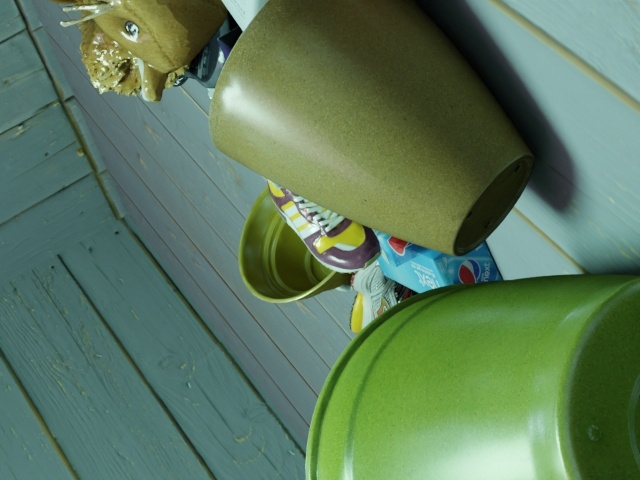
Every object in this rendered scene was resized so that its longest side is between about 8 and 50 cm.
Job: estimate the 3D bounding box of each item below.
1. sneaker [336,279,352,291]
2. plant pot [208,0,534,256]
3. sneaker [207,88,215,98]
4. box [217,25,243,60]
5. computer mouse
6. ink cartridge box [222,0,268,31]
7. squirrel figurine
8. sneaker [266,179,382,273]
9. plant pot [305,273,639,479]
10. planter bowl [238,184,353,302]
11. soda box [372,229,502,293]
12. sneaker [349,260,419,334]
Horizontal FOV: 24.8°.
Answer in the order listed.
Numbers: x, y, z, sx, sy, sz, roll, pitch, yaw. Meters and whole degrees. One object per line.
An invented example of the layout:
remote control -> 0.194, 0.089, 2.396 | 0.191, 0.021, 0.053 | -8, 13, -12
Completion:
sneaker -> -0.009, 0.026, 2.147 | 0.169, 0.108, 0.292 | 57, 166, 24
plant pot -> 0.066, -0.107, 1.369 | 0.254, 0.237, 0.237 | 39, 160, 21
sneaker -> -0.102, -0.218, 2.030 | 0.090, 0.095, 0.235 | 18, -138, -44
box -> -0.003, -0.151, 1.744 | 0.261, 0.103, 0.184 | 42, 161, 53
computer mouse -> -0.137, -0.275, 1.937 | 0.272, 0.072, 0.189 | -140, 56, -64
ink cartridge box -> -0.071, -0.370, 1.439 | 0.226, 0.131, 0.306 | 57, 168, 13
squirrel figurine -> -0.244, -0.335, 1.778 | 0.370, 0.281, 0.397 | 39, 177, 20
sneaker -> -0.004, -0.035, 1.640 | 0.185, 0.069, 0.084 | 39, 161, 39
plant pot -> 0.217, 0.178, 1.186 | 0.366, 0.366, 0.353 | 59, 156, 2
planter bowl -> 0.000, 0.000, 1.944 | 0.090, 0.217, 0.217 | 34, -173, -41
soda box -> 0.127, 0.016, 1.698 | 0.071, 0.067, 0.210 | 63, 166, -18
sneaker -> 0.098, 0.062, 1.923 | 0.092, 0.088, 0.225 | 25, 150, 18
